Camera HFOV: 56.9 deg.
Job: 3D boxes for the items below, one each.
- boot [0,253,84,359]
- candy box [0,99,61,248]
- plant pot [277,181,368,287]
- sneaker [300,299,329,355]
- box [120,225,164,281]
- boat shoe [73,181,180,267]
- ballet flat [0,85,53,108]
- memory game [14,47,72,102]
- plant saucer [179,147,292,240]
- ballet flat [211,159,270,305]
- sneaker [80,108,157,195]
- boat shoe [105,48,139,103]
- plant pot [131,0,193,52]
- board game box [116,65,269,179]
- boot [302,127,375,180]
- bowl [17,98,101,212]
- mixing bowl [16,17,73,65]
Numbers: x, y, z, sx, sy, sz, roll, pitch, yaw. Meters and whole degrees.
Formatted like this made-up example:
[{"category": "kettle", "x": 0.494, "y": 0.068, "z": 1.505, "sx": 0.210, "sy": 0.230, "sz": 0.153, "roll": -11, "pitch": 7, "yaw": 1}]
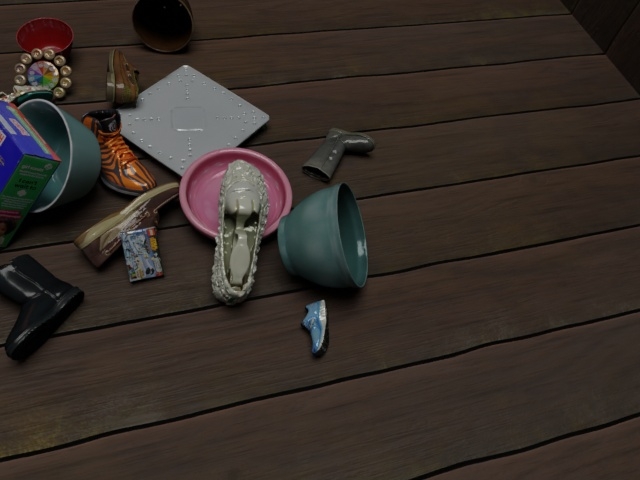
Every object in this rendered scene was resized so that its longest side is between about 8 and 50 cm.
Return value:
[{"category": "boot", "x": -0.758, "y": 0.161, "z": 1.490, "sx": 0.207, "sy": 0.094, "sz": 0.246, "roll": 29, "pitch": 49, "yaw": 7}, {"category": "candy box", "x": -0.883, "y": -0.183, "z": 1.589, "sx": 0.268, "sy": 0.317, "sz": 0.122, "roll": 46, "pitch": 18, "yaw": 21}, {"category": "plant pot", "x": 0.000, "y": 0.000, "z": 1.641, "sx": 0.196, "sy": 0.293, "sz": 0.293, "roll": -10, "pitch": 53, "yaw": 17}, {"category": "sneaker", "x": -0.016, "y": 0.239, "z": 1.590, "sx": 0.073, "sy": 0.063, "sz": 0.162, "roll": -6, "pitch": 50, "yaw": 8}, {"category": "box", "x": -0.487, "y": 0.036, "z": 1.613, "sx": 0.094, "sy": 0.027, "sz": 0.137, "roll": -11, "pitch": 101, "yaw": -18}, {"category": "boat shoe", "x": -0.522, "y": -0.044, "z": 1.680, "sx": 0.342, "sy": 0.123, "sz": 0.123, "roll": -40, "pitch": 99, "yaw": -35}, {"category": "ballet flat", "x": -0.982, "y": -0.450, "z": 1.884, "sx": 0.241, "sy": 0.091, "sz": 0.077, "roll": -32, "pitch": 80, "yaw": -25}, {"category": "memory game", "x": -0.918, "y": -0.546, "z": 1.955, "sx": 0.186, "sy": 0.012, "sz": 0.186, "roll": 0, "pitch": 91, "yaw": -7}, {"category": "plant saucer", "x": -0.253, "y": -0.124, "z": 1.768, "sx": 0.332, "sy": 0.084, "sz": 0.332, "roll": 5, "pitch": 60, "yaw": -8}, {"category": "ballet flat", "x": -0.209, "y": -0.028, "z": 1.597, "sx": 0.147, "sy": 0.147, "sz": 0.408, "roll": 4, "pitch": 82, "yaw": -6}, {"category": "sneaker", "x": -0.612, "y": -0.273, "z": 1.758, "sx": 0.321, "sy": 0.180, "sz": 0.124, "roll": 35, "pitch": 41, "yaw": 14}, {"category": "boat shoe", "x": -0.667, "y": -0.547, "z": 1.993, "sx": 0.105, "sy": 0.110, "sz": 0.307, "roll": 3, "pitch": 42, "yaw": -21}, {"category": "plant pot", "x": -0.567, "y": -0.847, "z": 2.188, "sx": 0.216, "sy": 0.215, "sz": 0.230, "roll": 4, "pitch": 40, "yaw": -7}, {"category": "board game box", "x": -0.437, "y": -0.388, "z": 1.959, "sx": 0.390, "sy": 0.050, "sz": 0.390, "roll": 34, "pitch": 57, "yaw": 14}, {"category": "boot", "x": 0.063, "y": -0.278, "z": 1.947, "sx": 0.190, "sy": 0.076, "sz": 0.208, "roll": 13, "pitch": 46, "yaw": 18}, {"category": "bowl", "x": -0.748, "y": -0.230, "z": 1.680, "sx": 0.311, "sy": 0.311, "sz": 0.163, "roll": 44, "pitch": 18, "yaw": 21}, {"category": "mixing bowl", "x": -0.943, "y": -0.671, "z": 2.044, "sx": 0.182, "sy": 0.098, "sz": 0.181, "roll": 4, "pitch": 59, "yaw": -7}]
